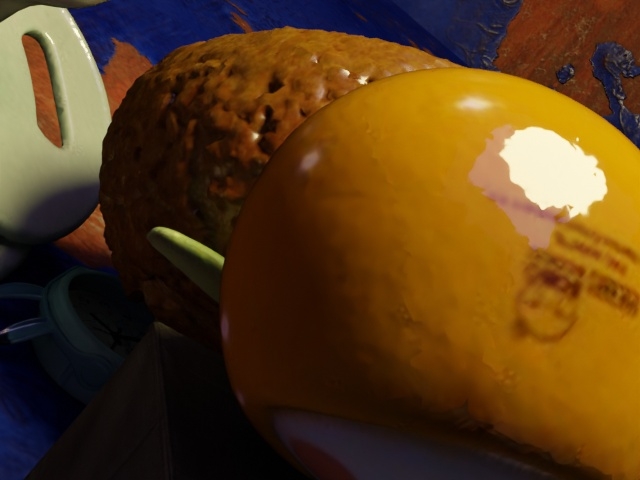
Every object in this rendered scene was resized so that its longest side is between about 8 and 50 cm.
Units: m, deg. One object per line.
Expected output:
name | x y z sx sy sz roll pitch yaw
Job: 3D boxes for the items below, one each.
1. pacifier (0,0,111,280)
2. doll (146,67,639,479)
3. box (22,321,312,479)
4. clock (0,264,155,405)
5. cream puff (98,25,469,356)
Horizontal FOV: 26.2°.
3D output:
pacifier | -0.211 -0.125 0.817 0.343 0.269 0.288 9 60 -52
doll | 0.046 0.031 0.621 0.213 0.213 0.236 34 -21 -20
box | -0.024 0.175 0.653 0.231 0.149 0.155 31 20 -27
clock | -0.137 0.062 0.858 0.147 0.045 0.108 27 22 -34
cream puff | 0.000 0.000 0.837 0.303 0.212 0.303 15 -14 4
